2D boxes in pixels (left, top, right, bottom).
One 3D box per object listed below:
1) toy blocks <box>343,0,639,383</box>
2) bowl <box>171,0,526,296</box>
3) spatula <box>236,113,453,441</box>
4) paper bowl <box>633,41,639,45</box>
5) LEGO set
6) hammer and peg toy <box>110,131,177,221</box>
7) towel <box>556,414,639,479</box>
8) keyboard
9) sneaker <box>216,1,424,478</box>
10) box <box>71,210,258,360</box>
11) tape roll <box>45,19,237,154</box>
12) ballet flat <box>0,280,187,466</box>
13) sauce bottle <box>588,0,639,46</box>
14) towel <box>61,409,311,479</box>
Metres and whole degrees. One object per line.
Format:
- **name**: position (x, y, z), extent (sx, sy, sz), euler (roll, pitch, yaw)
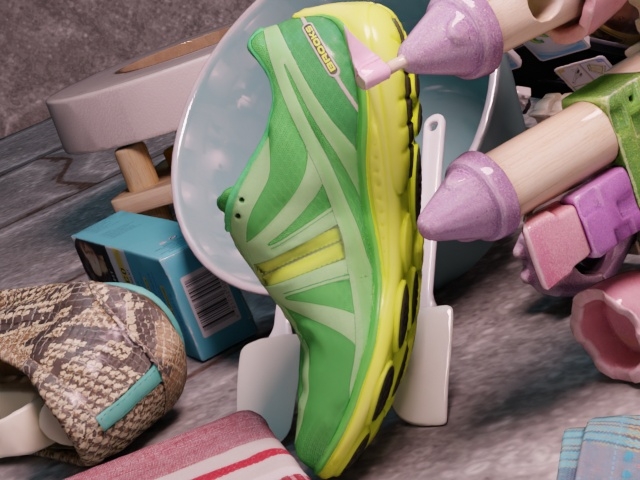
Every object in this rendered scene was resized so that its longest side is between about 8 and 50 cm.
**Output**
- **toy blocks**: position (0.153, -0.046, 0.850), extent (0.260, 0.288, 0.309), euler (-31, 19, -25)
- **bowl**: position (0.046, -0.071, 1.157), extent (0.312, 0.163, 0.311), euler (-18, 57, 29)
- **spatula**: position (0.020, 0.026, 0.997), extent (0.168, 0.019, 0.242), euler (-14, 57, 33)
- **paper bowl**: position (0.422, -0.193, 1.273), extent (0.284, 0.148, 0.284), euler (-19, 14, 5)
- **LEGO set**: position (0.184, -0.123, 1.292), extent (0.183, 0.060, 0.244), euler (-13, -27, 31)
- **hammer and peg toy**: position (-0.038, -0.114, 1.624), extent (0.361, 0.127, 0.266), euler (-15, 14, 18)
- **towel**: position (0.266, 0.119, 0.589), extent (0.370, 0.040, 0.271), euler (-14, 17, 22)
- **keyboard**: position (0.217, -0.166, 1.418), extent (0.202, 0.033, 0.317), euler (-20, -13, 36)
- **sneaker**: position (0.000, 0.000, 0.884), extent (0.124, 0.295, 0.109), euler (2, 6, 14)
- **box**: position (-0.148, 0.036, 1.286), extent (0.060, 0.100, 0.244), euler (-28, 16, -23)
- **tape roll**: position (-0.138, -0.204, 1.692), extent (0.392, 0.072, 0.392), euler (-18, 14, 5)
- **ballet flat**: position (-0.325, 0.119, 1.148), extent (0.483, 0.164, 0.182), euler (-3, 32, 38)
- **sauce bottle**: position (0.301, -0.255, 1.460), extent (0.111, 0.111, 0.344), euler (-23, -12, -10)
- **towel**: position (-0.102, 0.199, 0.795), extent (0.237, 0.037, 0.329), euler (-21, 17, -11)
